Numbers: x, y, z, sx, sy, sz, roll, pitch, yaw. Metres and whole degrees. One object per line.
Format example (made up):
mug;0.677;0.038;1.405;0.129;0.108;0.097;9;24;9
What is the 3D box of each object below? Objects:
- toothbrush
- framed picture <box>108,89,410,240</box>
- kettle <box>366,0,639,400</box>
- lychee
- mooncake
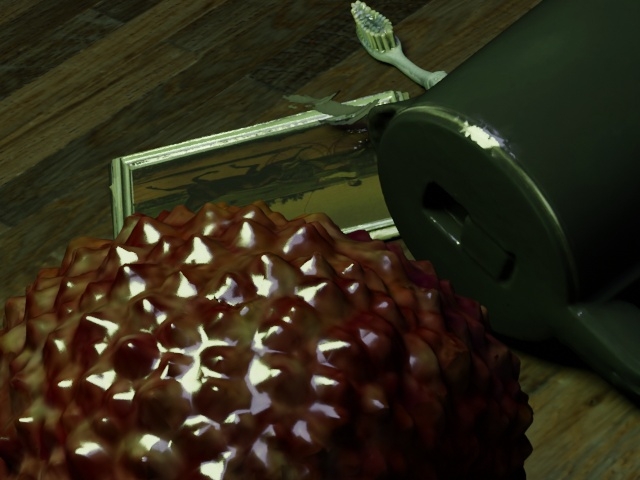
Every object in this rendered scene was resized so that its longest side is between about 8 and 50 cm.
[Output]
toothbrush;0.114;-0.101;1.486;0.028;0.037;0.375;-29;39;-11
framed picture;-0.039;-0.041;1.472;0.252;0.014;0.197;-14;35;1
kettle;0.221;-0.058;1.271;0.308;0.262;0.203;-36;8;-25
lychee;-0.040;0.121;1.003;0.330;0.306;0.306;28;54;37
mooncake;0.000;-0.010;1.358;0.150;0.057;0.347;13;44;14
